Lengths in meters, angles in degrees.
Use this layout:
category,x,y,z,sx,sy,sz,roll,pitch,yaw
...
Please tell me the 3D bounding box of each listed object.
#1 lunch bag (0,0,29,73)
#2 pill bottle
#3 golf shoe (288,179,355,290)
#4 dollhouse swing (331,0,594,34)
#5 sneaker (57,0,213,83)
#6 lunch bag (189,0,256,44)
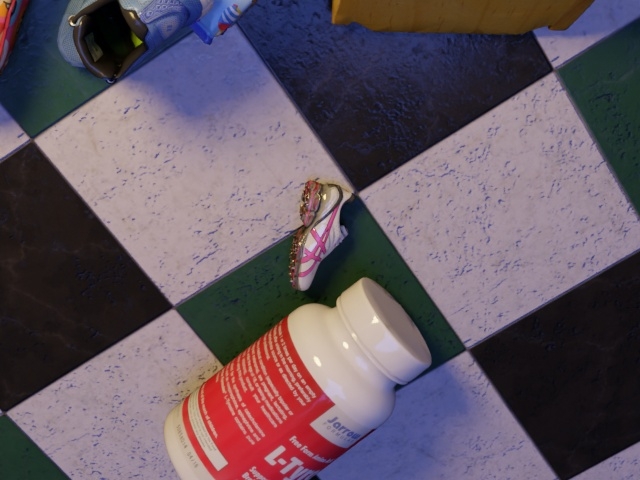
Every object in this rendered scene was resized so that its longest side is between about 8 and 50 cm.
category,x,y,z,sx,sy,sz,roll,pitch,yaw
lunch bag,-0.523,-0.350,1.440,0.258,0.120,0.293,22,113,-14
pill bottle,-0.033,0.248,1.714,0.408,0.229,0.229,-40,113,14
golf shoe,0.000,0.000,1.684,0.086,0.067,0.186,10,115,-11
dollhouse swing,0.196,-0.471,1.438,0.347,0.315,0.304,-1,82,-5
sneaker,-0.280,-0.281,1.405,0.147,0.330,0.129,-45,109,-28
lunch bag,-0.167,-0.448,1.436,0.221,0.138,0.293,-42,100,15
